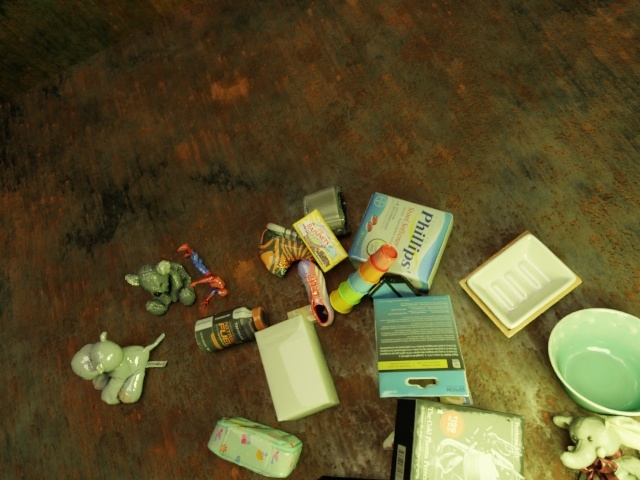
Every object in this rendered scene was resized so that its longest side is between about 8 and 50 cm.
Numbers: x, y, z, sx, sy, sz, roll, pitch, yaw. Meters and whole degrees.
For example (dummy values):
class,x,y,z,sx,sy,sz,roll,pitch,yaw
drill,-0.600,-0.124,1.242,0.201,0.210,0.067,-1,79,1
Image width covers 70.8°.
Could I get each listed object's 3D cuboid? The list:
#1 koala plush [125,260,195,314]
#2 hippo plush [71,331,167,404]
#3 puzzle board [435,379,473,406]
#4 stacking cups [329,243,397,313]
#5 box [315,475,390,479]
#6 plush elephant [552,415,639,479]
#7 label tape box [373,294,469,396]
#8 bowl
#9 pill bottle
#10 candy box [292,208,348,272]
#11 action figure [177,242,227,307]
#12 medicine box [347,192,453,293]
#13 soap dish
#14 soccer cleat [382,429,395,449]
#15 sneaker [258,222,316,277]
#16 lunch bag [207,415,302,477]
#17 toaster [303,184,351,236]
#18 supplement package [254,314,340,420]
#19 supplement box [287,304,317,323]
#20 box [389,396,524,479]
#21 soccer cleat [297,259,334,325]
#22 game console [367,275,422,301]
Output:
class,x,y,z,sx,sy,sz,roll,pitch,yaw
koala plush,-0.622,0.153,1.728,0.197,0.221,0.203,-20,65,7
hippo plush,-0.749,0.466,1.630,0.295,0.236,0.234,-17,66,8
puzzle board,0.422,0.467,1.442,0.097,0.011,0.128,-14,67,8
stacking cups,0.150,0.127,1.503,0.316,0.096,0.095,-50,57,39
box,0.118,0.814,1.339,0.262,0.103,0.184,-4,71,13
plush elephant,0.742,0.585,1.179,0.330,0.271,0.255,-32,76,-30
label tape box,0.297,0.339,1.392,0.250,0.115,0.347,-4,46,7
bowl,0.802,0.364,1.273,0.312,0.163,0.311,-7,50,9
pill bottle,-0.317,0.314,1.634,0.246,0.130,0.130,-18,66,8
candy box,0.000,0.000,1.597,0.105,0.027,0.205,-34,82,-2
action figure,-0.481,0.148,1.767,0.280,0.091,0.139,38,76,25
medicine box,0.284,0.007,1.585,0.290,0.149,0.263,18,75,22
soap dish,0.635,0.141,1.455,0.291,0.118,0.228,-37,64,-1
soccer cleat,0.274,0.584,1.412,0.196,0.068,0.076,-35,45,2
sneaker,-0.084,0.066,1.690,0.322,0.125,0.179,20,89,18
lunch bag,-0.203,0.642,1.429,0.280,0.224,0.107,15,78,14
toaster,0.022,-0.110,1.707,0.147,0.129,0.226,-16,54,11
supplement package,-0.077,0.427,1.499,0.176,0.177,0.292,-23,64,5
supplement box,-0.064,0.278,1.632,0.099,0.036,0.062,-21,65,7
box,0.371,0.632,1.244,0.313,0.179,0.342,10,71,-5
soccer cleat,-0.016,0.183,1.585,0.083,0.095,0.247,-21,88,7
game console,0.255,0.191,1.514,0.124,0.144,0.085,-7,46,47
